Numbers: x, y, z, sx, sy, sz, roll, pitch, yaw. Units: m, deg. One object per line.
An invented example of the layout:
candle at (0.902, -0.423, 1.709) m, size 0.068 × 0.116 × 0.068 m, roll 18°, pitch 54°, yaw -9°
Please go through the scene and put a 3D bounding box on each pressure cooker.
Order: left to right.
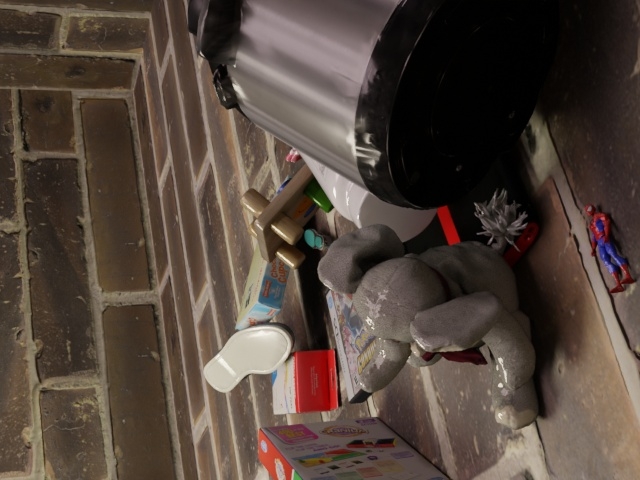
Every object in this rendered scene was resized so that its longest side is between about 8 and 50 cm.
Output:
pressure cooker at (0.049, -0.276, 1.270) m, size 0.420 × 0.370 × 0.376 m, roll 33°, pitch 81°, yaw 35°

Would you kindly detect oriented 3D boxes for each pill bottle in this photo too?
pill bottle at (0.068, -0.126, 1.496) m, size 0.283 × 0.160 × 0.160 m, roll -121°, pitch 35°, yaw -48°

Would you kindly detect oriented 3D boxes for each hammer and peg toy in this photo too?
hammer and peg toy at (0.010, -0.121, 1.774) m, size 0.127 × 0.361 × 0.266 m, roll 39°, pitch 167°, yaw 10°

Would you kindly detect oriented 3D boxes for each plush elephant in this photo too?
plush elephant at (0.144, 0.103, 1.287) m, size 0.272 × 0.255 × 0.330 m, roll 37°, pitch 130°, yaw 44°

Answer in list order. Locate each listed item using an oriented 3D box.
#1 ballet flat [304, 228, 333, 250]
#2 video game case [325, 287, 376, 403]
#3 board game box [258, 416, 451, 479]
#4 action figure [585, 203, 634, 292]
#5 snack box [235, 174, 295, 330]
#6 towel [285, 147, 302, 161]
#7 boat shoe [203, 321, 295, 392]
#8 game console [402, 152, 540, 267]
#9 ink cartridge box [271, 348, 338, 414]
ballet flat at (0.000, 0.000, 2.039) m, size 0.114 × 0.041 × 0.041 m, roll -151°, pitch 62°, yaw -67°
video game case at (0.087, 0.150, 1.827) m, size 0.275 × 0.035 × 0.248 m, roll 122°, pitch 141°, yaw -55°
board game box at (0.052, 0.398, 1.652) m, size 0.316 × 0.242 × 0.064 m, roll -153°, pitch 63°, yaw -67°
action figure at (0.345, 0.006, 1.157) m, size 0.038 × 0.030 × 0.115 m, roll 113°, pitch 151°, yaw -56°
snack box at (-0.107, 0.034, 2.146) m, size 0.187 × 0.060 × 0.322 m, roll 130°, pitch 155°, yaw -60°
towel at (0.012, -0.241, 1.812) m, size 0.029 × 0.144 × 0.197 m, roll 39°, pitch 121°, yaw 9°
boat shoe at (-0.150, 0.245, 2.145) m, size 0.116 × 0.099 × 0.319 m, roll 50°, pitch 135°, yaw -2°
game console at (0.199, -0.076, 1.512) m, size 0.342 × 0.060 × 0.387 m, roll -57°, pitch 40°, yaw 47°
ink cartridge box at (-0.037, 0.313, 2.100) m, size 0.231 × 0.077 × 0.134 m, roll 150°, pitch 118°, yaw -67°
